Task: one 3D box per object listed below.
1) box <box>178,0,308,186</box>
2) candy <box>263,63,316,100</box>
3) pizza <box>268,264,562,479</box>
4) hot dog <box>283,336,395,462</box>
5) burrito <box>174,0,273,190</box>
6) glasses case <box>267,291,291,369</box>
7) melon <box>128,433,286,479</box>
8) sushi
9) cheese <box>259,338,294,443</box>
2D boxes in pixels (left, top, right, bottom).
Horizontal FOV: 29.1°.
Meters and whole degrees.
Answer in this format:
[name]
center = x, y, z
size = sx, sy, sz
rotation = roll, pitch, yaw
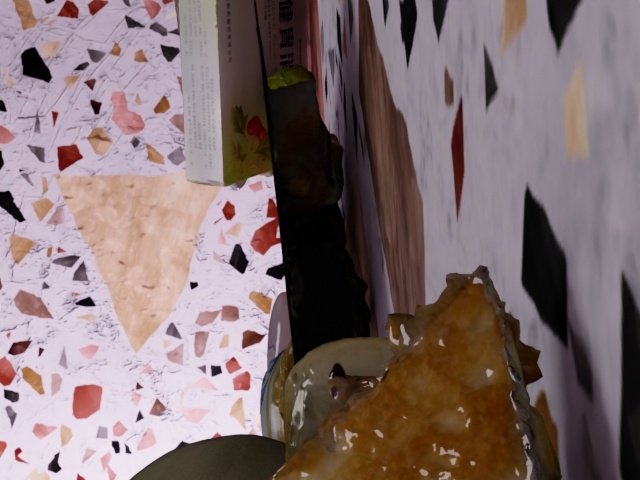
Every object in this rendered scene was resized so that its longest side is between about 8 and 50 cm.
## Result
[box]
center = -0.086, -0.206, 1.438
size = 0.175, 0.062, 0.261
rotation = -23, -64, -54
[candy]
center = -0.019, -0.127, 1.362
size = 0.058, 0.062, 0.194
rotation = 36, -156, -39
[pizza]
center = 0.032, 0.105, 0.346
size = 0.053, 0.201, 0.193
rotation = 39, -107, -44
[hot dog]
center = 0.026, 0.150, 0.587
size = 0.073, 0.084, 0.243
rotation = -106, 11, -69
[burrito]
center = -0.114, -0.241, 1.604
size = 0.190, 0.135, 0.332
rotation = -49, -38, -65
[glasses case]
center = -0.027, 0.210, 1.539
size = 0.113, 0.075, 0.297
rotation = -101, 7, -82
[melon]
center = -0.064, 0.283, 0.843
size = 0.308, 0.271, 0.272
rotation = -85, -6, -65
[sushi]
center = 0.000, 0.000, 1.025
size = 0.343, 0.064, 0.359
rotation = 85, 179, -65
[cheese]
center = -0.013, 0.207, 1.367
size = 0.270, 0.069, 0.177
rotation = 65, -158, -59
